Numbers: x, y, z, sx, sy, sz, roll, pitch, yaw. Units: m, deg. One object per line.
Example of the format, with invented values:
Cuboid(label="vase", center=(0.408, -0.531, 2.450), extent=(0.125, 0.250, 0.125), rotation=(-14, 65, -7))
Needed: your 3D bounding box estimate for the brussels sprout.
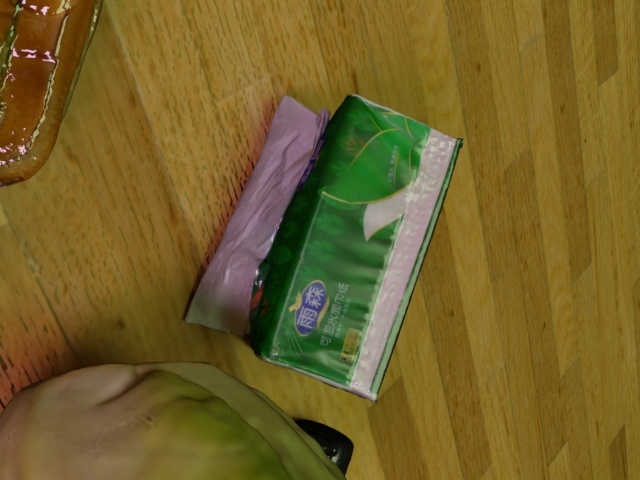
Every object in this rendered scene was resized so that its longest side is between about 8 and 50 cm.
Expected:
Cuboid(label="brussels sprout", center=(-0.096, 0.217, 0.511), extent=(0.227, 0.259, 0.294), rotation=(-11, 85, -61))

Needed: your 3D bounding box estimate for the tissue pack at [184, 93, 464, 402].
Cuboid(label="tissue pack", center=(-0.001, 0.001, 0.651), extent=(0.156, 0.148, 0.209), rotation=(21, 84, -8))

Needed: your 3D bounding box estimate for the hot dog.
Cuboid(label="hot dog", center=(-0.177, -0.151, 0.464), extent=(0.109, 0.072, 0.269), rotation=(20, 87, -50))

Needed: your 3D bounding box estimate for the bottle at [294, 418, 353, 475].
Cuboid(label="bottle", center=(-0.039, 0.284, 0.727), extent=(0.082, 0.072, 0.244), rotation=(79, 32, -80))
